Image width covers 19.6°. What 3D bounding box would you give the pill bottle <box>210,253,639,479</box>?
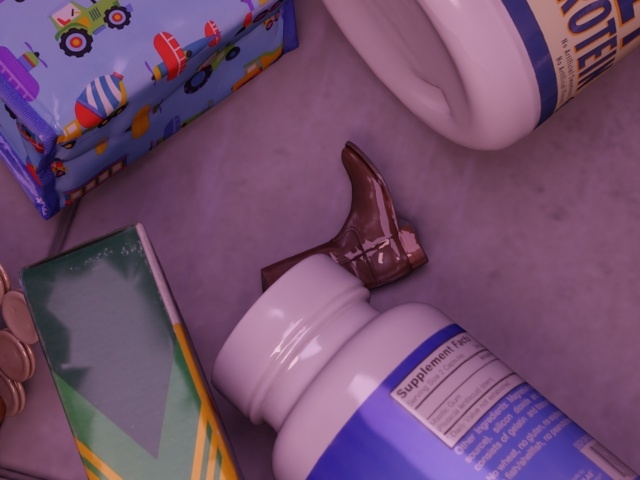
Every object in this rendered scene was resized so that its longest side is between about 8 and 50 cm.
[{"bbox_3d":[0.067,0.135,1.133,0.272,0.152,0.152,39,77,15],"label":"pill bottle"}]

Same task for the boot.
[{"bbox_3d":[0.000,0.000,1.248,0.114,0.037,0.106,-29,70,-2],"label":"boot"}]

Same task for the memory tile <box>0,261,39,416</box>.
[{"bbox_3d":[-0.233,0.039,1.205,0.148,0.113,0.012,42,45,21],"label":"memory tile"}]

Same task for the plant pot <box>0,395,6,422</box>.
[{"bbox_3d":[-0.363,0.128,1.109,0.291,0.291,0.203,27,92,11],"label":"plant pot"}]

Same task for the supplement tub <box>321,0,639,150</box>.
[{"bbox_3d":[0.164,-0.238,1.215,0.325,0.235,0.235,-38,73,-10],"label":"supplement tub"}]

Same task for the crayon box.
[{"bbox_3d":[-0.076,0.174,1.099,0.083,0.203,0.323,-22,71,-4],"label":"crayon box"}]

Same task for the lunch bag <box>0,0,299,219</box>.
[{"bbox_3d":[-0.184,-0.203,1.249,0.221,0.138,0.293,-37,78,-18],"label":"lunch bag"}]
